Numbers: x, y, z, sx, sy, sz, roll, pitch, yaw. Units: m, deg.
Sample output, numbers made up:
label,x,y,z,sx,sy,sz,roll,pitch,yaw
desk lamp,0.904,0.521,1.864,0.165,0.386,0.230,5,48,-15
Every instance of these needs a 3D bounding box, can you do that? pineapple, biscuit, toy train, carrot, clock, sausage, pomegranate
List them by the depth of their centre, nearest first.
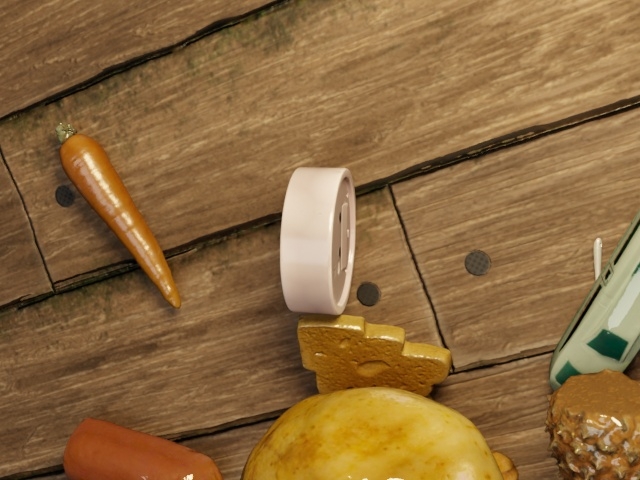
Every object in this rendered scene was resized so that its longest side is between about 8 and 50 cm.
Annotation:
label,x,y,z,sx,sy,sz,roll,pitch,yaw
toy train,0.405,0.046,1.206,0.086,0.088,0.407,27,109,2
pineapple,0.363,0.351,1.208,0.165,0.165,0.364,1,107,20
pomegranate,0.091,0.367,1.275,0.410,0.410,0.410,5,103,19
clock,0.000,0.000,1.297,0.068,0.197,0.197,3,103,11
biscuit,0.061,0.172,1.354,0.238,0.041,0.212,38,129,-18
carrot,-0.302,-0.040,1.472,0.069,0.069,0.336,-34,92,23
sausage,-0.276,0.363,1.527,0.259,0.113,0.113,12,106,18

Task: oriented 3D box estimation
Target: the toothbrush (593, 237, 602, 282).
label,x,y,z,sx,sy,sz,roll,pitch,yaw
toothbrush,0.362,0.076,1.278,0.017,0.014,0.162,5,104,34
